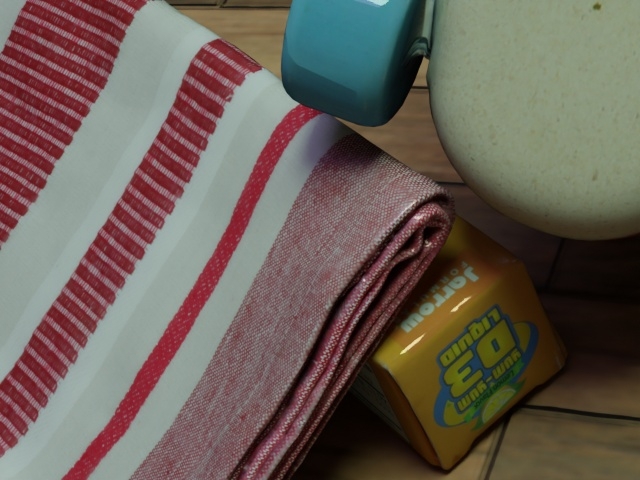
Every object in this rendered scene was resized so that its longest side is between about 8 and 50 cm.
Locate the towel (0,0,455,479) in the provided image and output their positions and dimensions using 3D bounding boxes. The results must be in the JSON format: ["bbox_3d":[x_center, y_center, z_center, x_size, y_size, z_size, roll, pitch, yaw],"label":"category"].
[{"bbox_3d":[-0.109,0.009,0.765,0.329,0.037,0.237,38,96,43],"label":"towel"}]

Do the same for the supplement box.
[{"bbox_3d":[0.000,0.000,0.768,0.078,0.080,0.233,-40,47,-14],"label":"supplement box"}]

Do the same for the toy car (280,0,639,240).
[{"bbox_3d":[0.131,-0.105,0.708,0.219,0.238,0.210,18,95,12],"label":"toy car"}]
